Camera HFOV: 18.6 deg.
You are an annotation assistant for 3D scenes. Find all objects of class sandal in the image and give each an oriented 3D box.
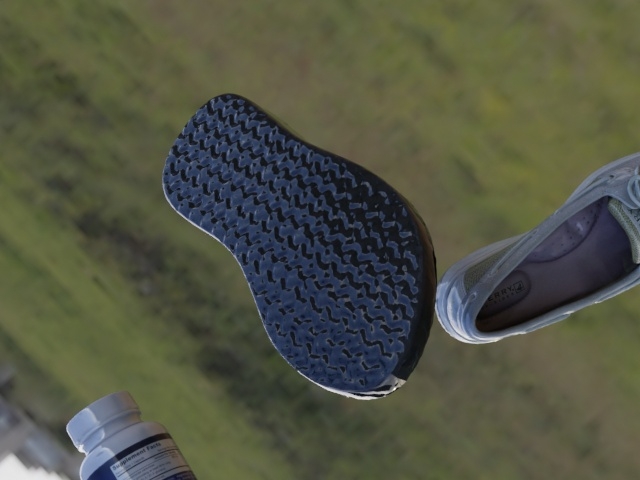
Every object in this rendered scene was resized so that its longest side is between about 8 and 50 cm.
[{"bbox_3d":[0.001,-0.003,1.737,0.107,0.167,0.446,32,-170,-37],"label":"sandal"}]

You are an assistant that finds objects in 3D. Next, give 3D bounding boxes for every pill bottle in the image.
[{"bbox_3d":[-0.165,0.228,1.813,0.169,0.094,0.094,57,-175,17],"label":"pill bottle"}]

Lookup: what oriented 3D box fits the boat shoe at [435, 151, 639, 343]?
[{"bbox_3d":[0.265,0.008,1.907,0.118,0.320,0.103,66,171,-12],"label":"boat shoe"}]
